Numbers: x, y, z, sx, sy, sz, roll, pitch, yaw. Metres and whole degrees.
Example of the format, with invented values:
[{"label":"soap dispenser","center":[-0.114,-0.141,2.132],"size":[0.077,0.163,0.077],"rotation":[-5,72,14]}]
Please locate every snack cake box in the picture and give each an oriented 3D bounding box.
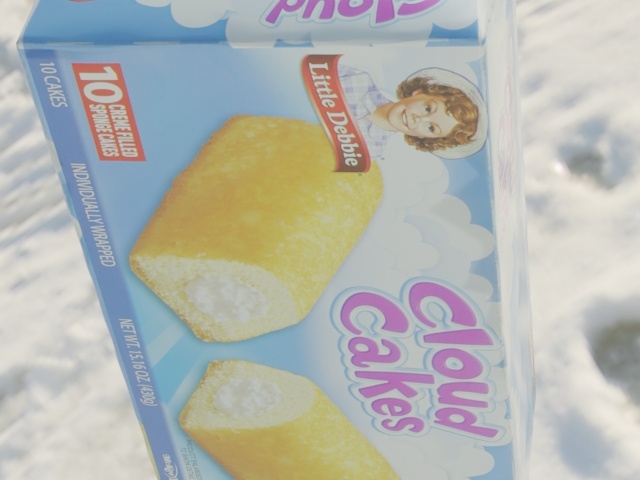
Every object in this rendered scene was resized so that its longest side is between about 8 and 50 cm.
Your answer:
[{"label":"snack cake box","center":[0.000,0.000,0.639],"size":[0.152,0.264,0.089],"rotation":[2,46,12]}]
